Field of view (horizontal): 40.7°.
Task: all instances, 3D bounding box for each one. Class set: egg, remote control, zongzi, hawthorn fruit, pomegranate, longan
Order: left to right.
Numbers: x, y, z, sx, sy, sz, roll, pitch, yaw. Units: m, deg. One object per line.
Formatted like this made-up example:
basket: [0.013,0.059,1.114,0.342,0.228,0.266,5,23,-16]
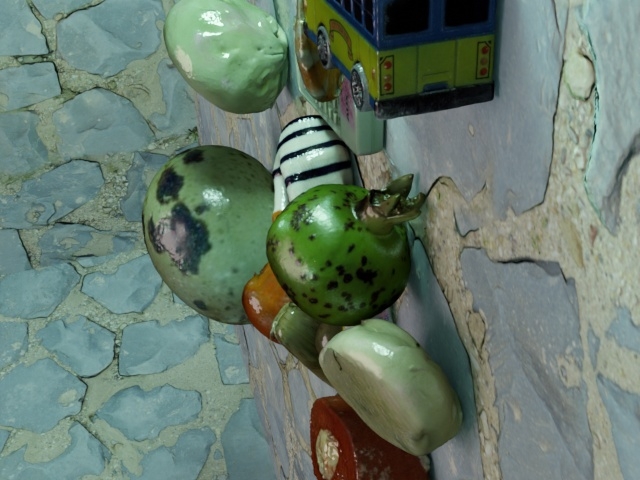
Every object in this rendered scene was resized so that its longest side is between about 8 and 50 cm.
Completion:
egg: [-0.229,-0.011,1.997,0.345,0.345,0.428,159,91,-77]
hawthorn fruit: [-0.052,0.137,1.802,0.225,0.196,0.196,50,167,-3]
zongzi: [0.004,0.218,1.640,0.194,0.099,0.197,36,-169,-40]
remote control: [0.022,-0.254,1.362,0.344,0.050,0.145,-123,25,-60]
longan: [0.038,0.175,1.574,0.113,0.092,0.113,-24,-63,-59]
pomegranate: [0.041,0.002,1.200,0.263,0.211,0.211,-51,45,38]

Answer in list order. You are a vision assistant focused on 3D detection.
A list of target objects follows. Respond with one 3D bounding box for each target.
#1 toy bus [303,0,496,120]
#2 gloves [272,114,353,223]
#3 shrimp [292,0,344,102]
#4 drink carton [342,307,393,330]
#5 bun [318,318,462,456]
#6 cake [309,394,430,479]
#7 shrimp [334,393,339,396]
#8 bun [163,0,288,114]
toy bus: [0.073,-0.260,0.937,0.288,0.138,0.175,-120,22,-54]
gloves: [-0.009,-0.094,1.445,0.131,0.140,0.219,114,152,-54]
shrimp: [-0.001,-0.338,1.167,0.164,0.062,0.317,55,-144,-68]
drink carton: [0.073,0.101,1.381,0.074,0.084,0.200,8,109,52]
bun: [0.102,0.190,1.174,0.210,0.116,0.237,49,163,-6]
cake: [0.079,0.352,1.429,0.283,0.150,0.177,-140,52,-70]
shrimp: [0.039,0.457,1.735,0.233,0.071,0.365,-110,28,-55]
bun: [-0.168,-0.392,1.711,0.179,0.283,0.283,-42,50,29]
